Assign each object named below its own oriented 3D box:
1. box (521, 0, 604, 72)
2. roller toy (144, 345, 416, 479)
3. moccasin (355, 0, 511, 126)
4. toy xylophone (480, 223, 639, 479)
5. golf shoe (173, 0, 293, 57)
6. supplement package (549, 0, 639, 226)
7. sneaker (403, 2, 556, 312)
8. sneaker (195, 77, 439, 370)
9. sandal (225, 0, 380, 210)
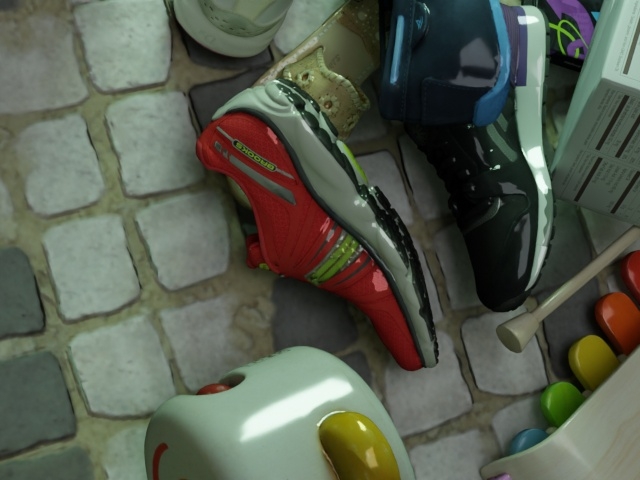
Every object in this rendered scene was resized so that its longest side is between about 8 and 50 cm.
[{"bbox_3d":[0.260,-0.214,1.258,0.162,0.029,0.116,12,75,-29],"label":"box"},{"bbox_3d":[-0.024,0.177,0.958,0.146,0.191,0.209,-22,133,-28],"label":"roller toy"},{"bbox_3d":[0.064,-0.243,1.087,0.117,0.137,0.342,-8,54,-5],"label":"moccasin"},{"bbox_3d":[0.271,0.121,1.169,0.323,0.081,0.236,-31,93,-27],"label":"toy xylophone"},{"bbox_3d":[-0.030,-0.302,1.089,0.115,0.140,0.306,15,72,-20],"label":"golf shoe"},{"bbox_3d":[0.308,-0.166,1.115,0.145,0.204,0.261,20,67,5],"label":"supplement package"},{"bbox_3d":[0.122,-0.076,1.143,0.124,0.107,0.283,8,68,-16],"label":"sneaker"},{"bbox_3d":[0.000,0.000,1.071,0.118,0.107,0.279,-30,111,13],"label":"sneaker"},{"bbox_3d":[0.008,-0.132,1.102,0.088,0.079,0.240,42,66,-12],"label":"sandal"}]
